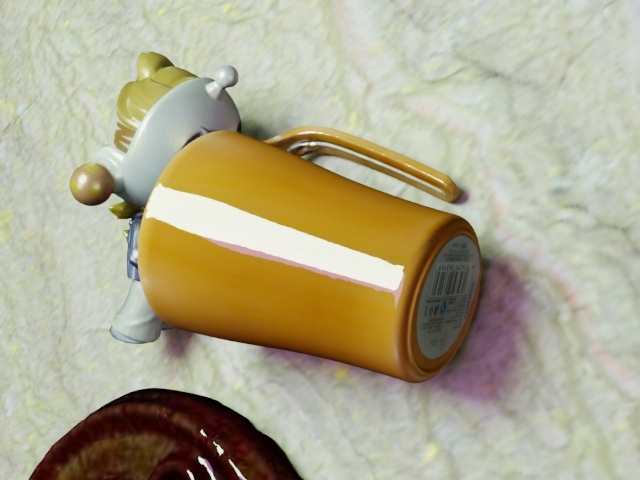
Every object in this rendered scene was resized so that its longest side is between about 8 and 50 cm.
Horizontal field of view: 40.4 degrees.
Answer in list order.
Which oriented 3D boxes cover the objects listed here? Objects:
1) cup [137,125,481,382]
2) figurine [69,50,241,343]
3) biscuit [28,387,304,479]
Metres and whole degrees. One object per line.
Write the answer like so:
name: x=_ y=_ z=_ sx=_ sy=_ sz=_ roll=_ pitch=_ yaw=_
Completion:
cup: x=0.000 y=0.000 z=0.729 sx=0.264 sy=0.182 sz=0.226 roll=16 pitch=58 yaw=32
figurine: x=-0.153 y=-0.033 z=0.826 sx=0.133 sy=0.194 sz=0.274 roll=17 pitch=88 yaw=23
biscuit: x=-0.162 y=0.342 z=0.805 sx=0.407 sy=0.091 sz=0.407 roll=-10 pitch=73 yaw=35
